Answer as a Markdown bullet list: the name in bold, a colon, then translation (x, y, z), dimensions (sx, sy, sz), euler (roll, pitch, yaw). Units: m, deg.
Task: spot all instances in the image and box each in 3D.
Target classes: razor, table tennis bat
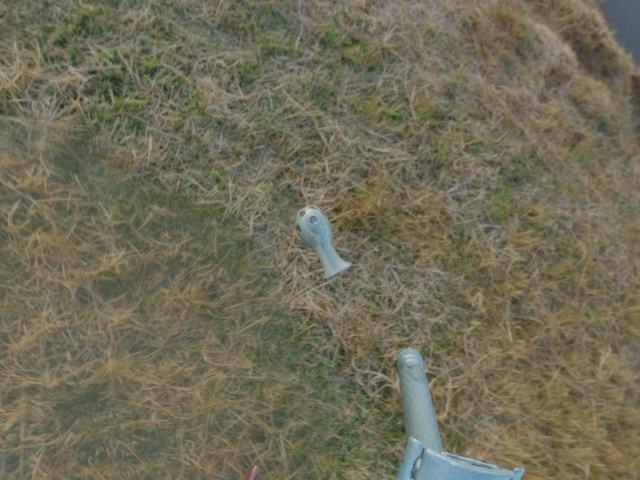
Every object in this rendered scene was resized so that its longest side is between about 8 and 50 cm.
- **razor**: translation (0.079, 0.141, 0.393), dimensions (0.068, 0.232, 0.106), euler (16, 105, 2)
- **table tennis bat**: translation (-0.148, 0.485, 0.971), dimensions (0.019, 0.098, 0.155), euler (55, 24, -10)

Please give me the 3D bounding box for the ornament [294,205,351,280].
- **ornament**: translation (0.000, 0.000, 1.104), dimensions (0.156, 0.075, 0.081), euler (60, 20, -5)
